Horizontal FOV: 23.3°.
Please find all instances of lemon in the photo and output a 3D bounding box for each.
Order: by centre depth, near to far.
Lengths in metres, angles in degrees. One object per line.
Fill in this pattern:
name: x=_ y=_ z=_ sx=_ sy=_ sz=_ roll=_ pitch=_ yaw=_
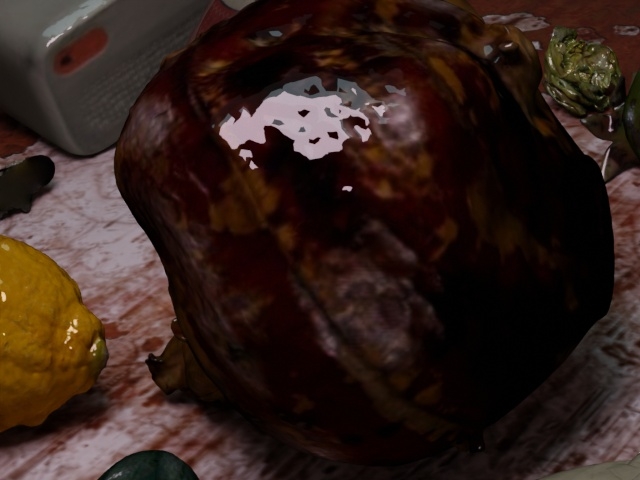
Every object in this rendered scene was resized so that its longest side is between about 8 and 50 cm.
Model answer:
lemon: x=-0.235 y=0.064 z=1.073 sx=0.187 sy=0.142 sz=0.142 roll=7 pitch=31 yaw=12

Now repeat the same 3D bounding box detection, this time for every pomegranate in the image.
pomegranate: x=0.300 y=-0.105 z=1.267 sx=0.169 sy=0.148 sz=0.148 roll=9 pitch=32 yaw=40

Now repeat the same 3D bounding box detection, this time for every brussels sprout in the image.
brussels sprout: x=0.238 y=-0.150 z=1.444 sx=0.085 sy=0.058 sz=0.085 roll=19 pitch=39 yaw=-16

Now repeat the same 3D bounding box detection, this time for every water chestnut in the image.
water chestnut: x=0.000 y=0.000 z=1.010 sx=0.347 sy=0.335 sz=0.335 roll=-29 pitch=20 yaw=25

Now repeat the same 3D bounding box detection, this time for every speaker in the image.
speaker: x=-0.158 y=-0.264 z=1.531 sx=0.406 sy=0.183 sz=0.184 roll=-38 pitch=48 yaw=-19

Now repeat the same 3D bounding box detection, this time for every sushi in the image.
sushi: x=-0.278 y=-0.046 z=1.397 sx=0.046 sy=0.044 sz=0.083 roll=-10 pitch=18 yaw=44

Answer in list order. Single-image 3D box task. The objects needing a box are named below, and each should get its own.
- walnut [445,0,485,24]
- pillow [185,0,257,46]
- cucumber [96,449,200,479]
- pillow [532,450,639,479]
walnut: x=0.036 y=-0.187 z=1.475 sx=0.245 sy=0.137 sz=0.137 roll=0 pitch=29 yaw=16
pillow: x=-0.057 y=-0.150 z=1.378 sx=0.084 sy=0.223 sz=0.236 roll=23 pitch=4 yaw=-39
cucumber: x=-0.119 y=0.193 z=0.896 sx=0.115 sy=0.063 sz=0.244 roll=-4 pitch=27 yaw=3
pillow: x=0.238 y=0.178 z=0.824 sx=0.281 sy=0.076 sz=0.274 roll=-13 pitch=27 yaw=-12
